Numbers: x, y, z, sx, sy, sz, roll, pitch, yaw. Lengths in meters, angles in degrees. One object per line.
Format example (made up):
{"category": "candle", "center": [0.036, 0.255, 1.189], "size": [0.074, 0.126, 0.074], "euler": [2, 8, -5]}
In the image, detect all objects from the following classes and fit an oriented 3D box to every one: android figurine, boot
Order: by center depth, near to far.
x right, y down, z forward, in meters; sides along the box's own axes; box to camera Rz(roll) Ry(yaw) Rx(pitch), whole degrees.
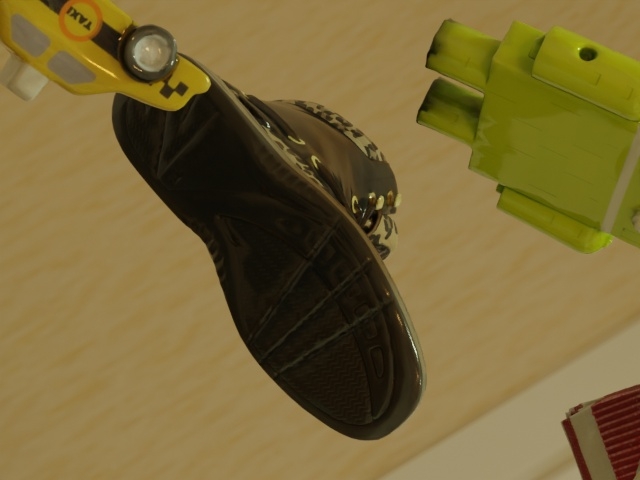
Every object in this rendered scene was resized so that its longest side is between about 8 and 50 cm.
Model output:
{"category": "android figurine", "center": [0.203, -0.071, 1.376], "size": [0.273, 0.056, 0.248], "euler": [28, -25, 10]}
{"category": "boot", "center": [0.000, 0.000, 1.593], "size": [0.377, 0.138, 0.284], "euler": [50, 17, 16]}

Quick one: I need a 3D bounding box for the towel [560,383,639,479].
{"category": "towel", "center": [0.433, 0.235, 1.826], "size": [0.037, 0.329, 0.237], "euler": [-24, 94, -67]}

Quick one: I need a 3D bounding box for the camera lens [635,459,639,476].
{"category": "camera lens", "center": [0.430, 0.228, 1.519], "size": [0.274, 0.219, 0.219], "euler": [21, -28, 37]}

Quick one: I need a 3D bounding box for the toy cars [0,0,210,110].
{"category": "toy cars", "center": [-0.206, -0.161, 1.050], "size": [0.176, 0.087, 0.394], "euler": [33, -4, 28]}

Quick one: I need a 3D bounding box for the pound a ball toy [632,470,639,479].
{"category": "pound a ball toy", "center": [0.322, 0.222, 0.921], "size": [0.319, 0.135, 0.208], "euler": [26, 33, -8]}
